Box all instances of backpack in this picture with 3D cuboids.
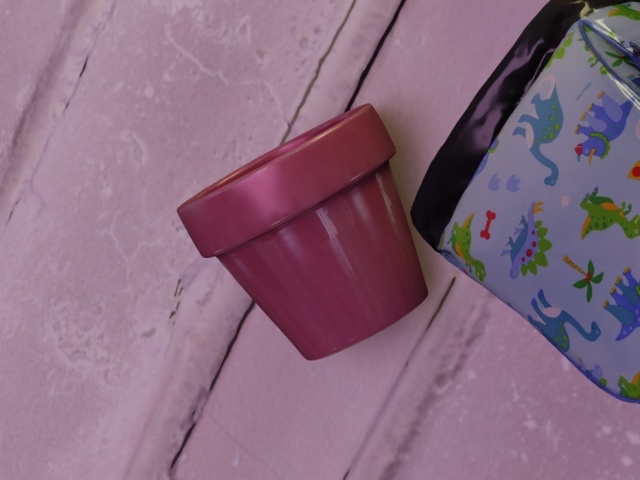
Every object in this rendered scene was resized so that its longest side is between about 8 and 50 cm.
[{"bbox_3d":[0.262,-0.011,1.573,0.355,0.273,0.290,41,111,18],"label":"backpack"}]

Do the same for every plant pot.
[{"bbox_3d":[0.000,0.000,1.778,0.201,0.201,0.180,-26,97,30],"label":"plant pot"}]
